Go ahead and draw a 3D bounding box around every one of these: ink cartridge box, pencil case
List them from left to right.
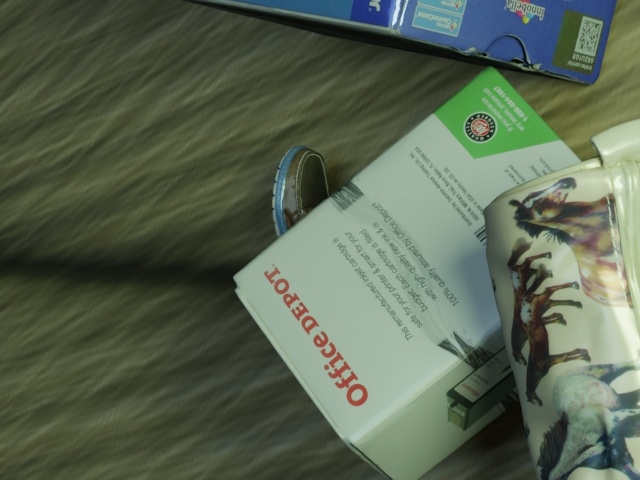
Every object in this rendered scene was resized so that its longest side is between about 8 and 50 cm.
[{"bbox_3d":[0.073,-0.238,1.623,0.395,0.270,0.151,19,98,44],"label":"ink cartridge box"},{"bbox_3d":[0.104,0.031,1.572,0.289,0.121,0.211,-39,54,3],"label":"ink cartridge box"},{"bbox_3d":[0.228,0.130,1.352,0.183,0.160,0.410,150,111,-65],"label":"pencil case"}]

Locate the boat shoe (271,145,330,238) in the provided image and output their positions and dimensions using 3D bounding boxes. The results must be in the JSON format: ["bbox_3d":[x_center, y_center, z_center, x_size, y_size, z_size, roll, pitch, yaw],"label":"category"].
[{"bbox_3d":[0.000,0.000,1.795,0.066,0.066,0.183,-4,89,39],"label":"boat shoe"}]
